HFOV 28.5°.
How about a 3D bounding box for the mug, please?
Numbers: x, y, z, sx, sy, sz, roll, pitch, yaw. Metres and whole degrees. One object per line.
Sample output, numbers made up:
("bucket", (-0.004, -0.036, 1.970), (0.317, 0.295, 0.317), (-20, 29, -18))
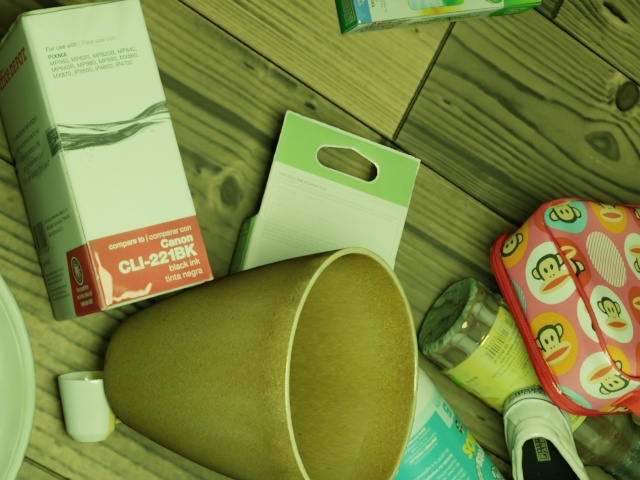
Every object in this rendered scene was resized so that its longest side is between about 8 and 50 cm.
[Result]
("mug", (-0.220, 0.165, 1.246), (0.078, 0.062, 0.064), (-1, 92, -3))

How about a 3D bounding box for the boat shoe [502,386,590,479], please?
("boat shoe", (0.261, 0.285, 1.365), (0.096, 0.088, 0.268), (-10, 119, 13))

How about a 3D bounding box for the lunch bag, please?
("lunch bag", (0.339, 0.088, 1.377), (0.293, 0.120, 0.258), (4, 56, -43))

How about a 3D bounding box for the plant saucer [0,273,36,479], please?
("plant saucer", (-0.444, 0.146, 1.091), (0.400, 0.100, 0.401), (-2, 97, -20))

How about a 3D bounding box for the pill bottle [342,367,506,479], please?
("pill bottle", (0.117, 0.269, 1.325), (0.146, 0.146, 0.264), (-40, 100, -21))

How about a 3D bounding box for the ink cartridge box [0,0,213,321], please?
("ink cartridge box", (-0.216, -0.072, 1.201), (0.114, 0.197, 0.273), (-16, 90, -25))

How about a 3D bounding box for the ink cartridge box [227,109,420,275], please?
("ink cartridge box", (0.000, 0.000, 1.358), (0.171, 0.056, 0.235), (19, 75, -19))

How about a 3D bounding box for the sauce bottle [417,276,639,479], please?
("sauce bottle", (0.266, 0.180, 1.415), (0.344, 0.111, 0.111), (38, 71, -13))

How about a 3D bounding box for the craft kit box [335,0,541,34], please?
("craft kit box", (0.117, -0.375, 1.453), (0.246, 0.061, 0.250), (-10, 88, -20))

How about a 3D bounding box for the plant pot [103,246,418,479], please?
("plant pot", (-0.073, 0.128, 1.193), (0.237, 0.254, 0.237), (6, 83, -59))
